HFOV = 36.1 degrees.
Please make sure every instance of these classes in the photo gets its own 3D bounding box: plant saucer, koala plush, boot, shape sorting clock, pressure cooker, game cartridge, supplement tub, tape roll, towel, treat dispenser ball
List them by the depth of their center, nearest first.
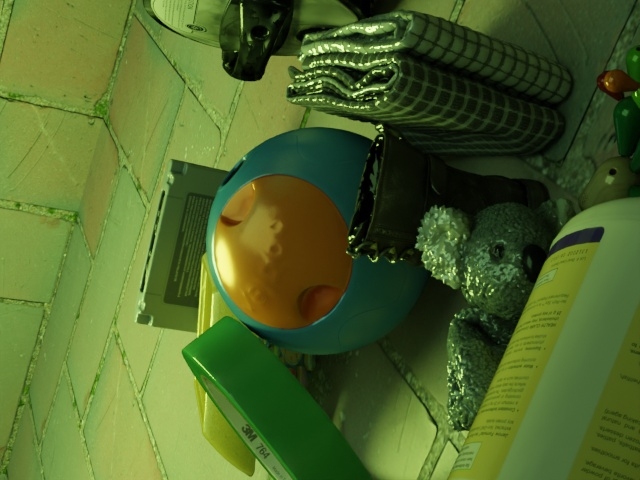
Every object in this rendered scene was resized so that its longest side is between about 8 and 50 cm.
[{"bbox_3d":[0.226,0.162,0.701,0.241,0.241,0.331,-10,48,62],"label":"supplement tub"},{"bbox_3d":[0.188,0.064,0.958,0.203,0.196,0.221,116,145,-74],"label":"koala plush"},{"bbox_3d":[0.128,0.021,1.055,0.091,0.229,0.263,-14,68,61],"label":"boot"},{"bbox_3d":[0.113,-0.173,1.147,0.284,0.235,0.121,11,90,62],"label":"towel"},{"bbox_3d":[0.000,0.000,1.247,0.288,0.288,0.288,-31,55,56],"label":"treat dispenser ball"},{"bbox_3d":[-0.052,0.245,1.273,0.077,0.321,0.321,-38,23,-15],"label":"tape roll"},{"bbox_3d":[-0.042,0.126,1.429,0.040,0.206,0.206,0,78,21],"label":"shape sorting clock"},{"bbox_3d":[-0.084,-0.457,1.486,0.375,0.370,0.420,0,81,33],"label":"pressure cooker"},{"bbox_3d":[-0.152,0.162,1.585,0.333,0.081,0.332,-133,48,-74],"label":"plant saucer"},{"bbox_3d":[-0.205,0.018,1.737,0.060,0.196,0.294,-151,74,-69],"label":"game cartridge"}]

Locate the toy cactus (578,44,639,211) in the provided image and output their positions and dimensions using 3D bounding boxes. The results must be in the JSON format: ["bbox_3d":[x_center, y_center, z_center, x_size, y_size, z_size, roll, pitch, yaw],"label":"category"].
[{"bbox_3d":[0.297,-0.072,0.922,0.180,0.112,0.219,124,136,-56],"label":"toy cactus"}]
